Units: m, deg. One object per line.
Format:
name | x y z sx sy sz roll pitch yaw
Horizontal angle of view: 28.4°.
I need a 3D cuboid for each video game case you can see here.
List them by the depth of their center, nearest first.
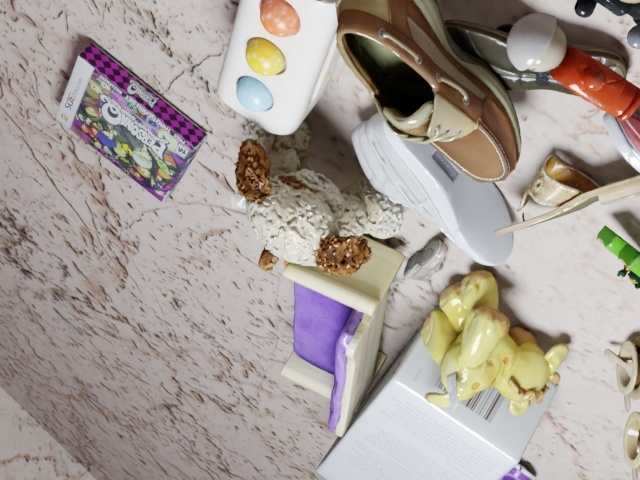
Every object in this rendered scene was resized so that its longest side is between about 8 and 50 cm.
video game case | -0.306 -0.183 2.018 0.232 0.042 0.210 39 149 -3

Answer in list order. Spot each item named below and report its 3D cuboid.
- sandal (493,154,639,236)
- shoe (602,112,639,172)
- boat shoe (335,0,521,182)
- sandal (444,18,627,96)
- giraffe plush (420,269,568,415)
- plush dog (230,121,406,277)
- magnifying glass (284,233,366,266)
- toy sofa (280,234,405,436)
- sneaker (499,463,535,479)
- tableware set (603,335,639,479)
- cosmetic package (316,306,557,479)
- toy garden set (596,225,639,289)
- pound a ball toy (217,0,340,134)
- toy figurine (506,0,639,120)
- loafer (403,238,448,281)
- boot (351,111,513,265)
sandal | 0.308 -0.072 1.563 0.240 0.088 0.079 -18 88 45
shoe | 0.405 -0.098 1.431 0.178 0.063 0.081 49 125 2
boat shoe | 0.112 -0.166 1.428 0.122 0.120 0.324 -8 138 42
sandal | 0.240 -0.218 1.441 0.219 0.060 0.090 9 147 15
giraffe plush | 0.260 0.167 1.830 0.170 0.210 0.181 15 150 -21
plush dog | -0.035 -0.037 1.722 0.262 0.211 0.225 38 -172 0
magnifying glass | 0.000 0.000 1.979 0.092 0.026 0.231 40 146 -6
toy sofa | 0.015 0.144 1.977 0.150 0.177 0.362 25 151 13
sneaker | 0.311 0.427 2.178 0.068 0.071 0.170 36 147 1
tableware set | 0.418 0.218 1.698 0.039 0.194 0.128 7 147 -6
cosmetic package | 0.178 0.316 2.077 0.230 0.161 0.453 34 148 3
toy garden set | 0.441 0.095 1.512 0.204 0.049 0.244 35 -169 -20
pound a ball toy | -0.007 -0.247 1.561 0.208 0.136 0.319 34 149 5
toy figurine | 0.291 -0.246 1.201 0.148 0.213 0.209 30 151 -14
loafer | 0.162 0.031 1.849 0.039 0.045 0.125 24 157 -12
boot | 0.148 -0.070 1.697 0.258 0.095 0.123 54 151 -11
